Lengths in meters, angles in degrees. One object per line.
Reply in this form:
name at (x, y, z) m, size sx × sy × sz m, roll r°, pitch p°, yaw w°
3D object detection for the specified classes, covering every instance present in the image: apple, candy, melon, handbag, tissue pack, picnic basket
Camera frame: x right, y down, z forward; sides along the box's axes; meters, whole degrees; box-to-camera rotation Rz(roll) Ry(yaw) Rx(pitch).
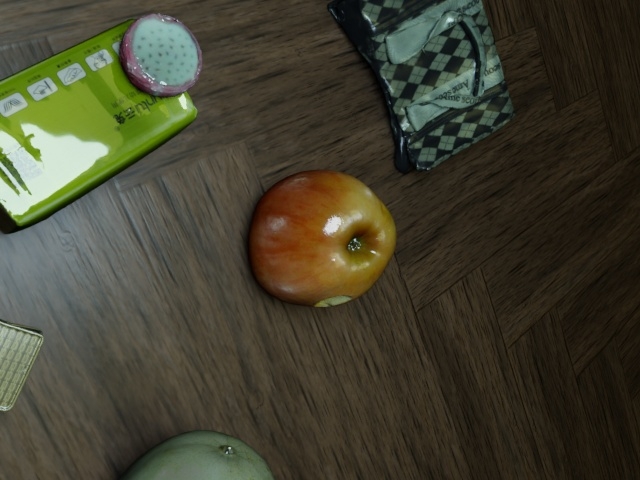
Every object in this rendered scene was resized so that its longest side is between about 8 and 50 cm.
apple at (0.000, 0.000, 0.969) m, size 0.242 × 0.241 × 0.242 m, roll 0°, pitch 90°, yaw -38°
candy at (-0.202, -0.233, 0.704) m, size 0.103 × 0.043 × 0.103 m, roll 4°, pitch 82°, yaw -33°
melon at (-0.200, 0.445, 0.810) m, size 0.269 × 0.268 × 0.330 m, roll 18°, pitch 100°, yaw -34°
handbag at (0.228, -0.378, 1.192) m, size 0.317 × 0.180 × 0.416 m, roll -37°, pitch 115°, yaw -21°
tissue pack at (-0.342, -0.148, 0.753) m, size 0.275 × 0.200 × 0.167 m, roll -40°, pitch 110°, yaw -28°
picnic basket at (-0.467, 0.150, 0.734) m, size 0.164 × 0.079 × 0.115 m, roll 29°, pitch 74°, yaw -32°
